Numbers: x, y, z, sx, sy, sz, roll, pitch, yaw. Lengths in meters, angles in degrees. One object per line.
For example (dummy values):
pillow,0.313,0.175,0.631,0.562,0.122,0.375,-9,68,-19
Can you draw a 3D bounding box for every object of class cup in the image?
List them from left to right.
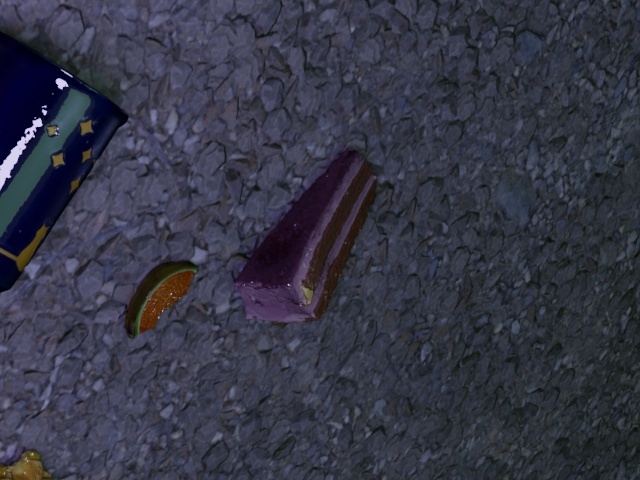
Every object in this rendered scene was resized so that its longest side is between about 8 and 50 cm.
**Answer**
cup,-0.338,-0.068,1.728,0.255,0.178,0.256,35,86,-50

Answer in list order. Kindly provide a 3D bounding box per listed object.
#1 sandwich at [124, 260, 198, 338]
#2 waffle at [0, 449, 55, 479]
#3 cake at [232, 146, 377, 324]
sandwich,-0.222,0.073,2.050,0.135,0.029,0.067,-49,145,-19
waffle,-0.459,0.390,1.944,0.281,0.058,0.301,-58,140,-7
cake,0.000,0.000,2.206,0.295,0.113,0.116,-55,143,-20
